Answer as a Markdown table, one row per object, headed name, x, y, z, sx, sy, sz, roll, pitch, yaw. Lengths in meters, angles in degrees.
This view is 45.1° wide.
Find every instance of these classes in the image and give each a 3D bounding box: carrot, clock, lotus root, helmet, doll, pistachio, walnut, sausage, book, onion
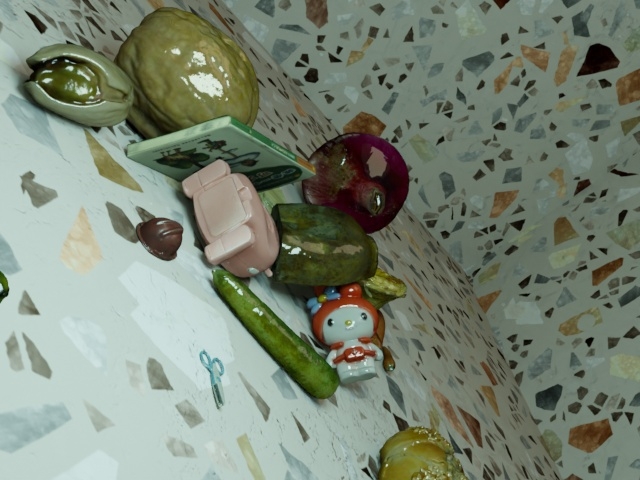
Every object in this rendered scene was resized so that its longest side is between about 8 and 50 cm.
| name | x | y | z | sx | sy | sz | roll | pitch | yaw |
| --- | --- | --- | --- | --- | --- | --- | --- | --- | --- |
| carrot | 0.187 | 0.330 | 2.133 | 0.035 | 0.035 | 0.142 | 50 | 9 | -12 |
| clock | -0.166 | -0.035 | 1.677 | 0.227 | 0.142 | 0.241 | 67 | 11 | 26 |
| lotus root | 0.014 | 0.006 | 1.847 | 0.260 | 0.149 | 0.267 | 8 | 21 | -11 |
| helmet | -0.289 | -0.014 | 1.450 | 0.089 | 0.057 | 0.111 | 55 | 16 | 16 |
| doll | 0.058 | 0.193 | 1.820 | 0.130 | 0.161 | 0.290 | 82 | -5 | -59 |
| pistachio | -0.452 | -0.291 | 1.452 | 0.238 | 0.153 | 0.137 | 12 | 84 | -64 |
| walnut | -0.292 | -0.340 | 1.721 | 0.344 | 0.306 | 0.306 | 51 | 16 | -12 |
| sausage | 0.134 | 0.242 | 2.087 | 0.089 | 0.089 | 0.179 | 48 | 20 | -18 |
| book | -0.205 | -0.172 | 1.687 | 0.371 | 0.260 | 0.043 | 22 | 60 | -61 |
| onion | 0.125 | -0.160 | 2.392 | 0.348 | 0.348 | 0.385 | 46 | 3 | -23 |
| carrot | -0.094 | 0.187 | 1.560 | 0.358 | 0.074 | 0.074 | 48 | 16 | -14 |

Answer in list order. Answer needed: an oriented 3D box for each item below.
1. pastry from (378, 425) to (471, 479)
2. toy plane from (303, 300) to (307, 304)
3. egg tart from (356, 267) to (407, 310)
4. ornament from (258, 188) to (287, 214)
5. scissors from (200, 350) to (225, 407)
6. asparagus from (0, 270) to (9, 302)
| name | x | y | z | sx | sy | sz | roll | pitch | yaw |
| --- | --- | --- | --- | --- | --- | --- | --- | --- | --- |
| pastry | 0.239 | 0.525 | 1.621 | 0.255 | 0.162 | 0.311 | 47 | 15 | -15 |
| toy plane | 0.049 | 0.206 | 1.934 | 0.126 | 0.077 | 0.194 | -9 | 72 | -64 |
| egg tart | 0.093 | 0.116 | 2.070 | 0.295 | 0.116 | 0.295 | 19 | 5 | -2 |
| ornament | -0.142 | -0.139 | 2.160 | 0.201 | 0.059 | 0.180 | 58 | 15 | 9 |
| scissors | -0.177 | 0.237 | 1.310 | 0.058 | 0.014 | 0.119 | 39 | 17 | -39 |
| asparagus | -0.484 | -0.010 | 0.883 | 0.278 | 0.060 | 0.067 | 45 | 37 | -28 |
